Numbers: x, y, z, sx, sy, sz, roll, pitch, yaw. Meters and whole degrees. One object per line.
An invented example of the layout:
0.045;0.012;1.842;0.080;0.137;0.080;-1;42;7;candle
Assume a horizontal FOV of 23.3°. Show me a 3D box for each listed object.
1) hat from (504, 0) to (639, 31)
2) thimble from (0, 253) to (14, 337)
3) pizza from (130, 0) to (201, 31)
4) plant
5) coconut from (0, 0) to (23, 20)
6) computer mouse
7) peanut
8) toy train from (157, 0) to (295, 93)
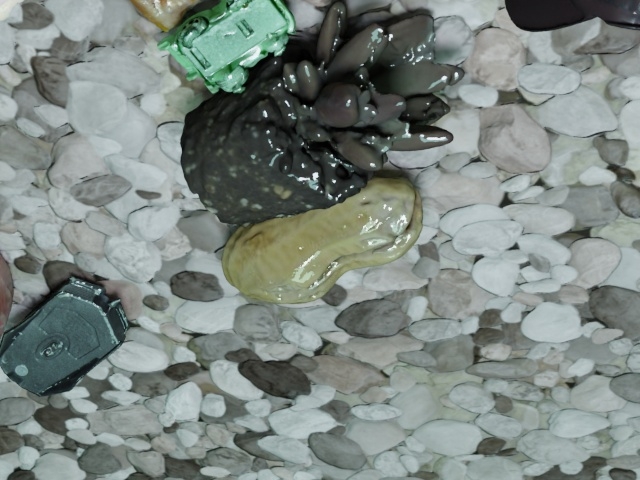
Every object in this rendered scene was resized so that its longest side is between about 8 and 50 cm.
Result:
0.316;-0.323;1.518;0.336;0.238;0.209;9;125;43;hat
-0.537;0.089;2.076;0.239;0.162;0.239;3;134;3;thimble
-0.137;-0.307;1.689;0.195;0.052;0.185;-13;137;18;pizza
0.004;-0.133;1.772;0.321;0.181;0.194;-22;134;34;plant
-0.394;-0.412;1.399;0.405;0.404;0.404;3;137;3;coconut
-0.360;0.129;2.167;0.126;0.071;0.231;43;117;-16;computer mouse
0.000;0.000;1.951;0.290;0.130;0.130;-26;129;27;peanut
-0.105;-0.229;1.737;0.149;0.081;0.099;-37;122;12;toy train
